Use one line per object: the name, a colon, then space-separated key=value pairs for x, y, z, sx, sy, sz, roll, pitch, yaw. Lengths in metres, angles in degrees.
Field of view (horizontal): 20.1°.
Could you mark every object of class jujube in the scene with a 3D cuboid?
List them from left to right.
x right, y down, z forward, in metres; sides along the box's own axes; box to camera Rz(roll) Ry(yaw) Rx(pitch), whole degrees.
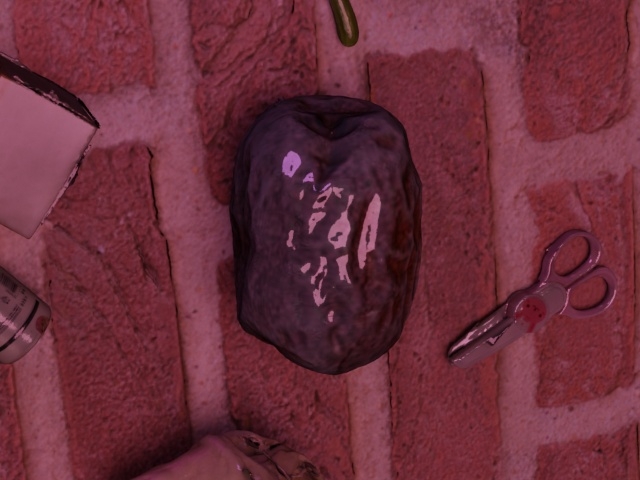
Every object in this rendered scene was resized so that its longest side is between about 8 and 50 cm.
jujube: x=0.009 y=0.001 z=2.023 sx=0.215 sy=0.246 sz=0.308 roll=-1 pitch=112 yaw=-12

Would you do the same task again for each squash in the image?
squash: x=0.024 y=-0.264 z=2.067 sx=0.027 sy=0.027 sz=0.089 roll=-23 pitch=111 yaw=-11

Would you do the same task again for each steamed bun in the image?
steamed bun: x=-0.106 y=0.365 z=2.128 sx=0.280 sy=0.207 sz=0.268 roll=-27 pitch=86 yaw=17

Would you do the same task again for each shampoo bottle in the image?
shampoo bottle: x=-0.416 y=0.028 z=1.972 sx=0.262 sy=0.085 sz=0.085 roll=42 pitch=90 yaw=-24

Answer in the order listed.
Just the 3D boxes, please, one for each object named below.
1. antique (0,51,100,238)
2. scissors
antique: x=-0.337 y=-0.111 z=1.924 sx=0.148 sy=0.147 sz=0.152 roll=29 pitch=96 yaw=-22
scissors: x=0.262 y=0.088 z=2.256 sx=0.242 sy=0.030 sz=0.118 roll=-34 pitch=114 yaw=-11
